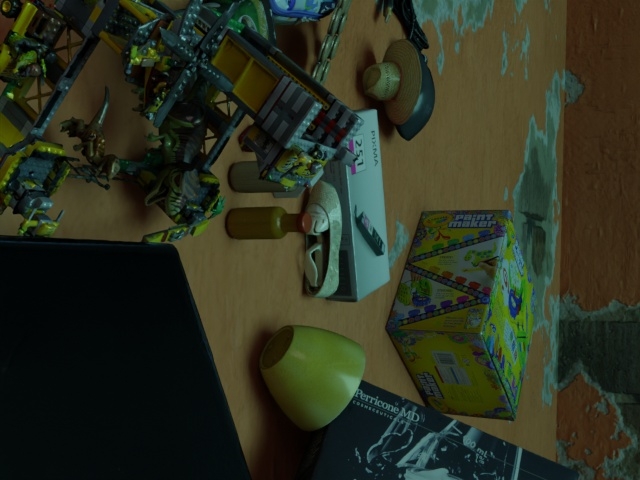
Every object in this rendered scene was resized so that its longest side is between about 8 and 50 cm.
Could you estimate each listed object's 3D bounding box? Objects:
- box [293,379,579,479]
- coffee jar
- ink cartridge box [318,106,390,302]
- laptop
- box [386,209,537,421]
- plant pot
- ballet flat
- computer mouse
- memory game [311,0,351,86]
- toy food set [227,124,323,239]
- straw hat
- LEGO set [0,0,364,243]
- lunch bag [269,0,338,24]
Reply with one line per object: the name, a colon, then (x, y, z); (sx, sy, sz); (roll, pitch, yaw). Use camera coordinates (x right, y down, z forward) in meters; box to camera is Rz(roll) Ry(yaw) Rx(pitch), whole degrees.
box: (0.119, 0.396, 1.079); (0.179, 0.343, 0.313); (116, -4, -54)
coffee jar: (-0.119, -0.217, 0.922); (0.184, 0.079, 0.096); (-45, 133, -52)
ink cartridge box: (0.073, -0.067, 1.318); (0.239, 0.060, 0.275); (-25, 113, -58)
laptop: (-0.233, 0.231, 0.607); (0.408, 0.236, 0.382); (-60, 155, 13)
box: (0.280, 0.140, 1.590); (0.290, 0.176, 0.279); (61, 39, -42)
plant pot: (-0.022, 0.162, 1.086); (0.095, 0.134, 0.134); (40, 51, -23)
ballet flat: (0.000, 0.000, 1.185); (0.052, 0.057, 0.168); (-13, 102, -52)
computer mouse: (0.155, -0.313, 1.439); (0.184, 0.060, 0.262); (53, 38, -48)
memory game: (0.013, -0.261, 1.144); (0.186, 0.012, 0.186); (20, 90, -89)
toy food set: (-0.030, -0.099, 1.067); (0.232, 0.104, 0.111); (-54, 136, -48)
straw hat: (0.101, -0.255, 1.349); (0.061, 0.144, 0.145); (-6, 98, -22)
LEGO set: (-0.113, -0.080, 0.726); (0.255, 0.192, 0.331); (-51, 157, 8)
lunch bag: (-0.055, -0.377, 1.036); (0.176, 0.090, 0.219); (-18, 105, -58)
